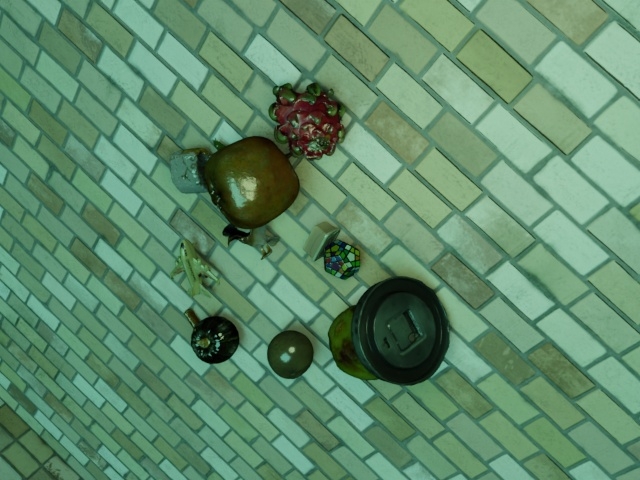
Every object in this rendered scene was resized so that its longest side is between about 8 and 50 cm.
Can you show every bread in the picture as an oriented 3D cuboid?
[{"bbox_3d":[-0.511,0.313,2.066,0.036,0.047,0.083,-31,99,1],"label":"bread"}]

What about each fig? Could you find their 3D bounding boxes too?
[{"bbox_3d":[0.158,0.339,1.679,0.240,0.239,0.271,-32,127,31],"label":"fig"}]

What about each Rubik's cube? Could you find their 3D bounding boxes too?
[{"bbox_3d":[0.067,0.062,1.656,0.133,0.133,0.111,27,94,12],"label":"Rubik's cube"}]

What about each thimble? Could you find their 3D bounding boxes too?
[{"bbox_3d":[-0.431,-0.233,1.748,0.118,0.127,0.151,-3,104,24],"label":"thimble"}]

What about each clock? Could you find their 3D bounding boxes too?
[{"bbox_3d":[0.242,0.268,1.556,0.325,0.325,0.067,57,153,-6],"label":"clock"}]

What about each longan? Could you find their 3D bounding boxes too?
[{"bbox_3d":[-0.108,0.407,1.851,0.168,0.167,0.187,16,115,18],"label":"longan"}]

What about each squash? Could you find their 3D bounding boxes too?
[{"bbox_3d":[-0.404,0.382,1.984,0.194,0.156,0.193,0,95,5],"label":"squash"}]

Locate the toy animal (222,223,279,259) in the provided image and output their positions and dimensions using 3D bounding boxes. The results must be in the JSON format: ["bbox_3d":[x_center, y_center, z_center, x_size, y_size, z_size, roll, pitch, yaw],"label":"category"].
[{"bbox_3d":[-0.220,-0.011,1.710,0.160,0.197,0.273,47,127,-12],"label":"toy animal"}]

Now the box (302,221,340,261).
[{"bbox_3d":[0.000,0.000,1.678,0.062,0.089,0.122,39,122,18],"label":"box"}]

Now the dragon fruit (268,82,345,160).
[{"bbox_3d":[-0.055,-0.347,1.491,0.273,0.198,0.218,20,126,17],"label":"dragon fruit"}]

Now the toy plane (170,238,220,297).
[{"bbox_3d":[-0.476,0.103,1.932,0.229,0.092,0.244,5,112,25],"label":"toy plane"}]

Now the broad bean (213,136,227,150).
[{"bbox_3d":[-0.241,-0.235,1.711,0.297,0.043,0.060,45,132,0],"label":"broad bean"}]

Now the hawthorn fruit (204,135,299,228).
[{"bbox_3d":[-0.187,-0.183,1.567,0.301,0.268,0.267,-31,98,-12],"label":"hawthorn fruit"}]
